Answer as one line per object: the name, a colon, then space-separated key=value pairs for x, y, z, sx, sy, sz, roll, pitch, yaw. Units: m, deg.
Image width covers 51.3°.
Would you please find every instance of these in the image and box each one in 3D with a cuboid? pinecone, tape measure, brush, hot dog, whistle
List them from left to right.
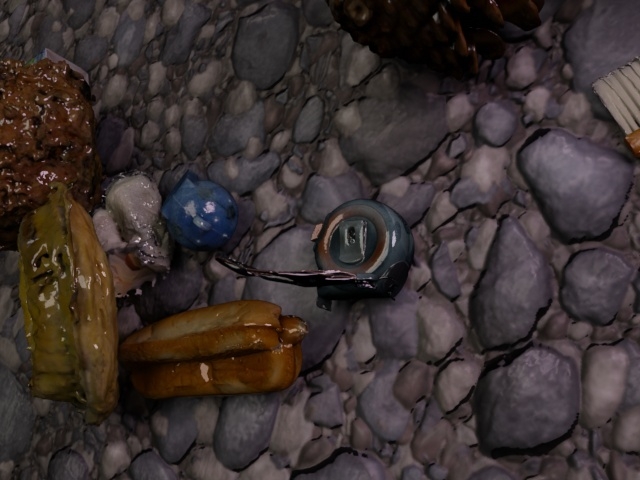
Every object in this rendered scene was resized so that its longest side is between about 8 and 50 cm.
whistle: x=-0.139 y=-0.033 z=0.783 sx=0.090 sy=0.090 sz=0.158 roll=-55 pitch=14 yaw=4
hot dog: x=-0.108 y=0.115 z=0.701 sx=0.249 sy=0.076 sz=0.102 roll=-15 pitch=104 yaw=33
tape measure: x=0.003 y=-0.001 z=0.618 sx=0.104 sy=0.180 sz=0.107 roll=-16 pitch=65 yaw=46
pinecone: x=0.124 y=-0.297 z=0.606 sx=0.246 sy=0.246 sz=0.292 roll=31 pitch=81 yaw=37
brush: x=0.324 y=-0.033 z=0.513 sx=0.090 sy=0.017 sz=0.314 roll=-33 pitch=59 yaw=22

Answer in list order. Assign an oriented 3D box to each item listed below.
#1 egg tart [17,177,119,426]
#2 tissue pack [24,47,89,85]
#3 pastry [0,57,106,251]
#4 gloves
egg tart: x=-0.287 y=0.071 z=0.741 sx=0.279 sy=0.095 sz=0.278 roll=170 pitch=90 yaw=-66
tissue pack: x=-0.423 y=-0.221 z=1.021 sx=0.111 sy=0.085 sz=0.079 roll=-26 pitch=62 yaw=22
pastry: x=-0.373 y=-0.103 z=0.891 sx=0.275 sy=0.193 sz=0.274 roll=-159 pitch=90 yaw=-79
gloves: x=-0.238 y=-0.011 z=0.832 sx=0.114 sy=0.070 sz=0.153 roll=-32 pitch=65 yaw=24
